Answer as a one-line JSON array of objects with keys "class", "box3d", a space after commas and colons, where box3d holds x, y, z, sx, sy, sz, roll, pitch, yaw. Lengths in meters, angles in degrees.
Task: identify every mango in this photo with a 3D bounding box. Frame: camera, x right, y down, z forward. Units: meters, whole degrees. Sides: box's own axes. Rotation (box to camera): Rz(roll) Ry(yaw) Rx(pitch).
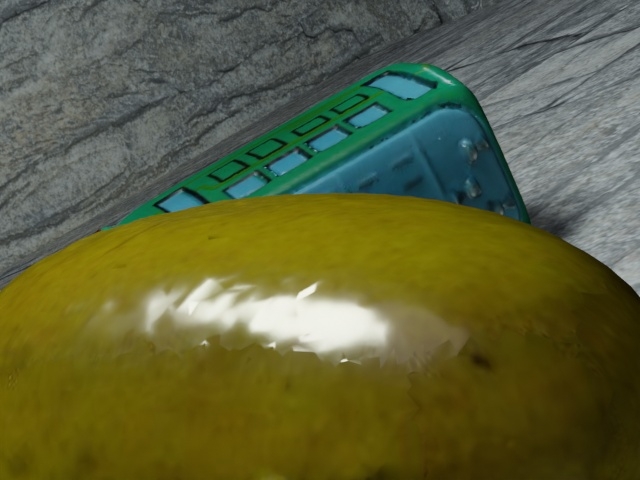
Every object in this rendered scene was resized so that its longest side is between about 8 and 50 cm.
[{"class": "mango", "box3d": [-0.017, 0.080, 0.638, 0.301, 0.220, 0.445, -7, -5, -31]}]

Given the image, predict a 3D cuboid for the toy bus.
[{"class": "toy bus", "box3d": [0.000, 0.000, 1.104, 0.344, 0.183, 0.199, -31, 17, -13]}]
